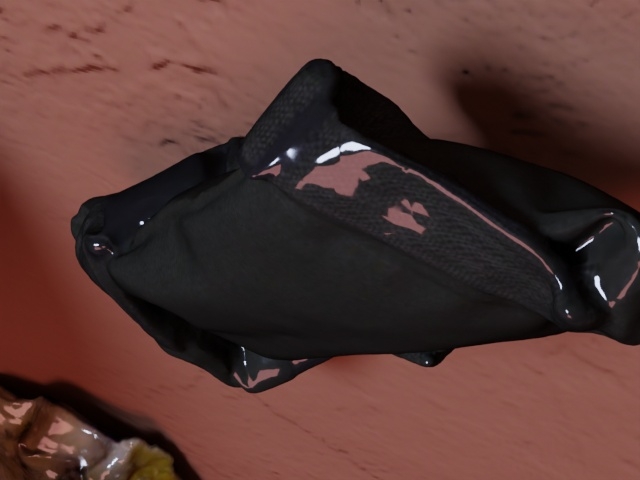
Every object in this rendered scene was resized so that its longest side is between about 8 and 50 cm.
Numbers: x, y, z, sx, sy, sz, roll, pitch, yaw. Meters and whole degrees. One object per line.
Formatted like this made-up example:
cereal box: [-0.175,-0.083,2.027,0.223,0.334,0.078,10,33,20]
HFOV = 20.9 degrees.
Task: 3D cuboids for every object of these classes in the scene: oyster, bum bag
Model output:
oyster: [-0.149,0.164,0.999,0.214,0.083,0.223,6,138,29]
bum bag: [0.000,0.000,0.597,0.142,0.079,0.326,27,162,-22]
